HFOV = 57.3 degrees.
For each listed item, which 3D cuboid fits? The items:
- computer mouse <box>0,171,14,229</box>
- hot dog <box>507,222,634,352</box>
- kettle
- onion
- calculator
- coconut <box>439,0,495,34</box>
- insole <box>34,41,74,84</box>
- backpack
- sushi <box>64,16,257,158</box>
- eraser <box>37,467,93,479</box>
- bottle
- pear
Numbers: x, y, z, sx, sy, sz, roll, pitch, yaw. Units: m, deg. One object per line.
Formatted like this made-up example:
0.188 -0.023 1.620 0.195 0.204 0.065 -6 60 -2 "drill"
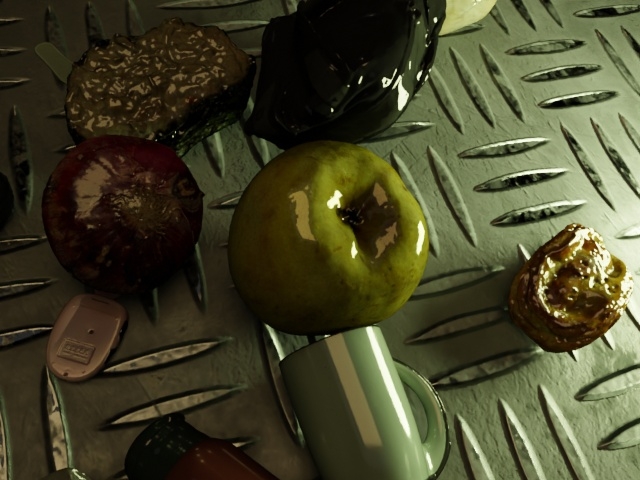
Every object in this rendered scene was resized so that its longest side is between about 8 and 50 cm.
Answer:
-0.576 -0.008 0.869 0.086 0.138 0.269 39 63 20 "computer mouse"
0.452 0.070 1.032 0.175 0.114 0.259 44 64 12 "hot dog"
0.078 0.254 0.843 0.221 0.161 0.236 -10 67 -27 "kettle"
-0.303 -0.038 0.906 0.246 0.190 0.246 2 86 -28 "onion"
-0.355 0.136 0.898 0.103 0.024 0.166 16 59 -1 "calculator"
0.206 -0.638 1.232 0.415 0.345 0.415 6 63 -11 "coconut"
-0.496 -0.338 1.135 0.152 0.002 0.053 43 64 13 "insole"
0.037 -0.316 1.003 0.255 0.363 0.446 45 37 -27 "backpack"
-0.281 -0.262 1.040 0.350 0.171 0.211 -27 72 -21 "sushi"
-0.277 0.454 0.687 0.111 0.077 0.353 -27 66 15 "eraser"
-0.106 0.353 0.752 0.336 0.144 0.144 31 61 22 "bottle"
0.000 0.000 0.890 0.303 0.304 0.304 4 62 -8 "pear"
